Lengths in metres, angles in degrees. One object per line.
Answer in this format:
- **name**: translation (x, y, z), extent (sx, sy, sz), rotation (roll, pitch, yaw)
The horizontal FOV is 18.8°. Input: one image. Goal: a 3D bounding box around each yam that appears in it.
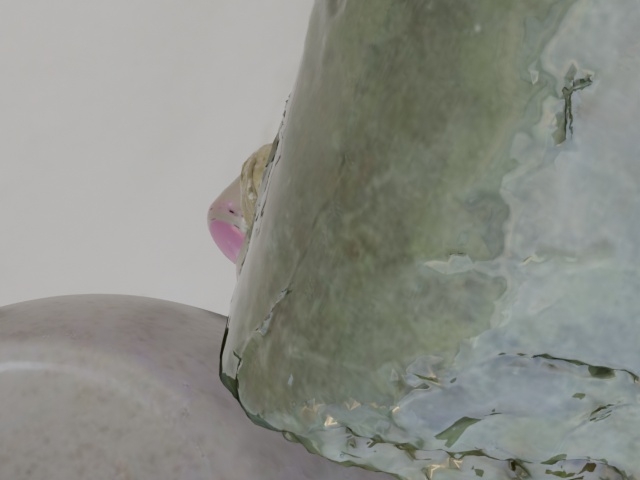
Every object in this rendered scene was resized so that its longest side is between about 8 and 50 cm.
- **yam**: translation (0.087, -0.058, 0.604), extent (0.195, 0.195, 0.300), rotation (-10, 117, -63)

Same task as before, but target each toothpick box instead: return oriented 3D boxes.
- **toothpick box**: translation (-0.091, 0.243, 1.065), extent (0.409, 0.409, 0.425), rotation (-50, 156, -7)

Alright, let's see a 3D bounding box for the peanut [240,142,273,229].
- **peanut**: translation (0.000, 0.000, 1.353), extent (0.080, 0.080, 0.174), rotation (-44, 127, -23)

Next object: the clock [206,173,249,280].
- **clock**: translation (0.044, 0.079, 1.716), extent (0.114, 0.284, 0.309), rotation (-46, 124, -29)
